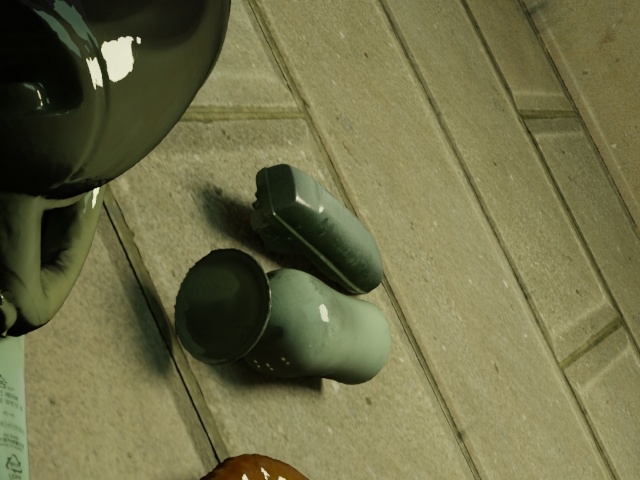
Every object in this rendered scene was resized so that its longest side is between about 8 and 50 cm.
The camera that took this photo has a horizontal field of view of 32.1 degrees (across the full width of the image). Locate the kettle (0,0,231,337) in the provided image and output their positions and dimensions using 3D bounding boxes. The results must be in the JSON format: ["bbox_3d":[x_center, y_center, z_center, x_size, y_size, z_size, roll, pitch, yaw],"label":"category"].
[{"bbox_3d":[-0.193,-0.098,0.759,0.324,0.228,0.320,-85,-178,-66],"label":"kettle"}]

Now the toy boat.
[{"bbox_3d":[0.000,0.000,1.185,0.260,0.085,0.078,40,33,-55],"label":"toy boat"}]

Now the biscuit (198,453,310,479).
[{"bbox_3d":[-0.036,0.274,0.866,0.220,0.066,0.220,39,32,-31],"label":"biscuit"}]

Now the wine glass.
[{"bbox_3d":[-0.025,0.079,1.029,0.231,0.103,0.103,22,46,-57],"label":"wine glass"}]

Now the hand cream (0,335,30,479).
[{"bbox_3d":[-0.216,0.122,0.717,0.078,0.050,0.204,28,38,-44],"label":"hand cream"}]
